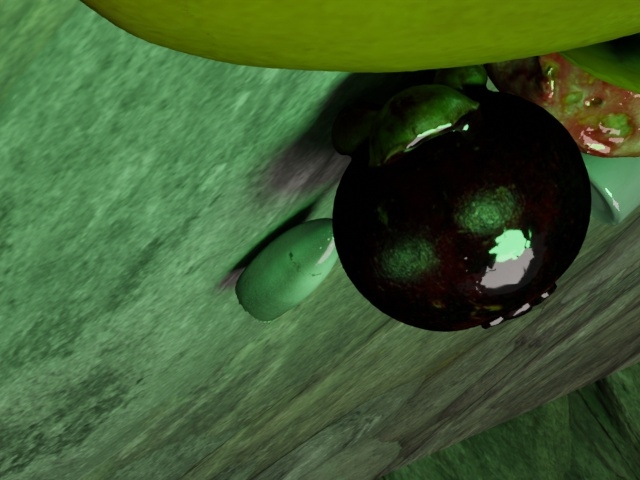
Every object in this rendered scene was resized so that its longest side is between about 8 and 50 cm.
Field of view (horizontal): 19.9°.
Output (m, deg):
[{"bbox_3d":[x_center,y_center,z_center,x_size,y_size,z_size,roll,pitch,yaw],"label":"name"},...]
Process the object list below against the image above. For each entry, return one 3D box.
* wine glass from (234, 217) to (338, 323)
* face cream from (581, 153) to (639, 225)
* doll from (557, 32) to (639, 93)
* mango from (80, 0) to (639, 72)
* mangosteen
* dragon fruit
[{"bbox_3d":[0.000,0.000,1.545,0.066,0.066,0.198,-15,161,-44],"label":"wine glass"},{"bbox_3d":[0.350,-0.134,1.752,0.274,0.096,0.154,-41,164,-9],"label":"face cream"},{"bbox_3d":[0.271,-0.162,0.952,0.161,0.423,0.348,-43,164,-32],"label":"doll"},{"bbox_3d":[0.074,-0.193,0.719,0.445,0.232,0.300,-17,166,-22],"label":"mango"},{"bbox_3d":[0.100,-0.031,1.361,0.210,0.210,0.210,-28,165,-8],"label":"mangosteen"},{"bbox_3d":[0.281,-0.164,1.395,0.262,0.134,0.211,-24,162,-23],"label":"dragon fruit"}]
